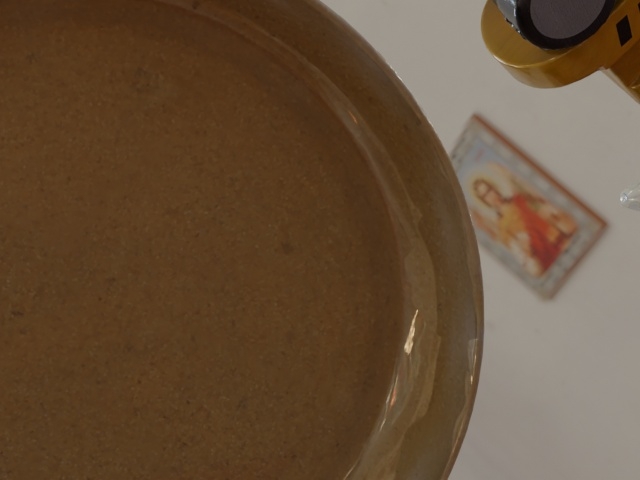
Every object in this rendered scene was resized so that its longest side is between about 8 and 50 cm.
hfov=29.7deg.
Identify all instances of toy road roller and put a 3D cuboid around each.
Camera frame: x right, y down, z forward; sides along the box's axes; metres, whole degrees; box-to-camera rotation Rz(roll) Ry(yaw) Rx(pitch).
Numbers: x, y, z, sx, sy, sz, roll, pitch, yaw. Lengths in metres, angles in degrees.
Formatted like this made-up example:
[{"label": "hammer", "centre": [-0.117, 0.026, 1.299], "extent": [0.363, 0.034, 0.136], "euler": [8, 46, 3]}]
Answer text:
[{"label": "toy road roller", "centre": [0.284, -0.276, 1.093], "extent": [0.329, 0.202, 0.240], "euler": [-44, -53, 11]}]

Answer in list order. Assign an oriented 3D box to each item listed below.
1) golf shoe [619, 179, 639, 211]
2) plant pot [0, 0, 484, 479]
[{"label": "golf shoe", "centre": [0.413, -0.058, 1.382], "extent": [0.176, 0.069, 0.086], "euler": [2, -9, -42]}, {"label": "plant pot", "centre": [-0.070, 0.027, 0.354], "extent": [0.236, 0.236, 0.032], "euler": [-50, 16, 6]}]
